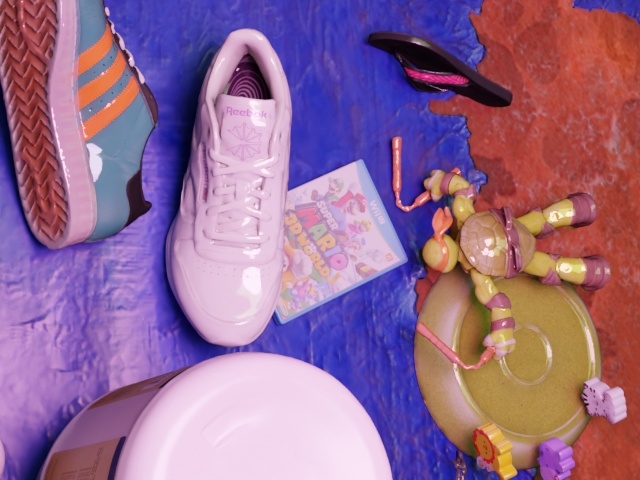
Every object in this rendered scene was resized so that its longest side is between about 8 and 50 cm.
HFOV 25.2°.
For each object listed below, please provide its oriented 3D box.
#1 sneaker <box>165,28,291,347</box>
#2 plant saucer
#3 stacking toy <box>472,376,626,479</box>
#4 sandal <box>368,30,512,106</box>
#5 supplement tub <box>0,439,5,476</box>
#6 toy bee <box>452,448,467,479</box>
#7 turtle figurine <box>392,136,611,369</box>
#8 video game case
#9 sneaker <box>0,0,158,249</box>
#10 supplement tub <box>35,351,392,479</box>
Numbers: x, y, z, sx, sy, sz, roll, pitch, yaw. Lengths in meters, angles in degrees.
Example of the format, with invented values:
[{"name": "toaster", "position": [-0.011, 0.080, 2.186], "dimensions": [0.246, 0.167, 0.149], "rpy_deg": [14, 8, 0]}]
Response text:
[{"name": "sneaker", "position": [-0.087, -0.055, 1.346], "dimensions": [0.114, 0.152, 0.305], "rpy_deg": [3, 73, -3]}, {"name": "plant saucer", "position": [0.212, 0.124, 1.534], "dimensions": [0.241, 0.037, 0.240], "rpy_deg": [6, 77, -27]}, {"name": "stacking toy", "position": [0.249, 0.267, 1.498], "dimensions": [0.167, 0.052, 0.221], "rpy_deg": [-20, 110, -27]}, {"name": "sandal", "position": [0.129, -0.175, 1.540], "dimensions": [0.179, 0.067, 0.040], "rpy_deg": [26, 80, -23]}, {"name": "supplement tub", "position": [-0.424, 0.223, 1.067], "dimensions": [0.241, 0.241, 0.331], "rpy_deg": [42, 64, -14]}, {"name": "toy bee", "position": [0.062, 0.345, 1.360], "dimensions": [0.162, 0.298, 0.195], "rpy_deg": [1, 115, 0]}, {"name": "turtle figurine", "position": [0.187, -0.005, 1.489], "dimensions": [0.217, 0.087, 0.269], "rpy_deg": [-6, 63, -24]}, {"name": "video game case", "position": [0.000, 0.000, 1.462], "dimensions": [0.166, 0.015, 0.119], "rpy_deg": [-25, 91, -29]}, {"name": "sneaker", "position": [-0.217, -0.149, 1.312], "dimensions": [0.121, 0.108, 0.302], "rpy_deg": [-17, 112, -44]}, {"name": "supplement tub", "position": [-0.105, 0.221, 1.188], "dimensions": [0.228, 0.316, 0.228], "rpy_deg": [6, 76, -26]}]
